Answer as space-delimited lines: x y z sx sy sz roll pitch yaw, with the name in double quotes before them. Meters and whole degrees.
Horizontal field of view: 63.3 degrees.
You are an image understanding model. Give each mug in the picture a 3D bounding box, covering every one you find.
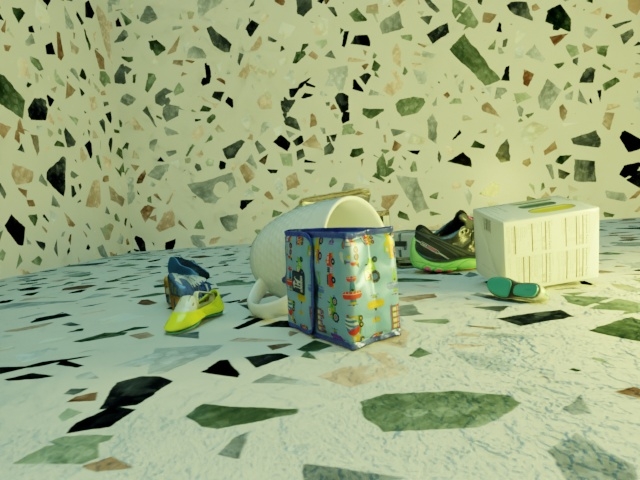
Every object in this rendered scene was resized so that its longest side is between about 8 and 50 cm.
"mug" -0.048 0.069 1.377 0.328 0.276 0.374 -8 32 41

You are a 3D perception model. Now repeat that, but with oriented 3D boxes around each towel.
"towel" 0.059 -0.145 2.059 0.282 0.049 0.187 -9 -13 1

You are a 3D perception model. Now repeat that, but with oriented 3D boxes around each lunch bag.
"lunch bag" 0.015 0.085 1.098 0.138 0.221 0.293 -8 6 -38

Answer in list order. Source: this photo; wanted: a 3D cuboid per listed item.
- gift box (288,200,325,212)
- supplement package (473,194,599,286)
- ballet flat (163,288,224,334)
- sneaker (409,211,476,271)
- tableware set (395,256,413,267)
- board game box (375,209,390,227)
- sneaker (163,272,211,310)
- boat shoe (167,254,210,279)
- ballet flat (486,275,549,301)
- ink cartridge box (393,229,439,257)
"gift box" 0.000 0.000 1.961 0.255 0.258 0.276 -4 -11 -22
"supplement package" 0.590 0.003 1.440 0.262 0.198 0.199 -9 15 -4
"ballet flat" -0.317 0.170 1.301 0.077 0.077 0.231 -2 5 20
"sneaker" 0.553 -0.006 1.841 0.482 0.202 0.185 -6 5 -14
"tableware set" 0.333 0.079 2.049 0.128 0.039 0.194 -5 4 -2
"board game box" 0.121 0.030 1.658 0.141 0.232 0.291 -4 4 26
"sneaker" -0.386 0.141 1.541 0.130 0.112 0.296 -6 5 -21
"boat shoe" -0.530 0.130 2.077 0.089 0.109 0.258 1 16 -40
"ballet flat" 0.485 0.126 1.279 0.052 0.057 0.168 24 -6 -27
"ink cartridge box" 0.413 0.015 2.310 0.196 0.114 0.272 -7 6 -33
